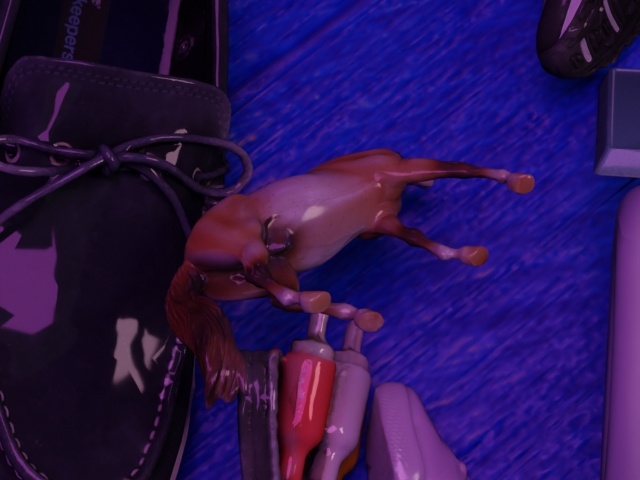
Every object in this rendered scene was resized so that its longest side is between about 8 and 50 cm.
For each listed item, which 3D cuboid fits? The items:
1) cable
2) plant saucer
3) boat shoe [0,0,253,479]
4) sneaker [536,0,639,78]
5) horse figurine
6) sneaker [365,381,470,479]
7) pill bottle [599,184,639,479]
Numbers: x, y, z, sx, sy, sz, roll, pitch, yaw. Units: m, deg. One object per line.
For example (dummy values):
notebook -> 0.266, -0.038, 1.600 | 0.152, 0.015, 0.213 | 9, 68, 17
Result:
cable -> -0.011, 0.176, 1.112 | 0.072, 0.139, 0.287 | -4, 68, 14
plant saucer -> 0.206, -0.076, 1.178 | 0.067, 0.192, 0.018 | 4, 110, 8
boat shoe -> -0.145, -0.050, 1.186 | 0.187, 0.156, 0.500 | 12, 66, -20
sneaker -> 0.175, -0.229, 1.284 | 0.108, 0.100, 0.271 | 2, 64, 23
horse figurine -> 0.000, 0.000, 1.125 | 0.263, 0.066, 0.174 | -31, 32, -33
sneaker -> 0.090, 0.182, 1.140 | 0.094, 0.080, 0.212 | -14, 74, -11
pill bottle -> 0.365, 0.088, 1.053 | 0.408, 0.229, 0.229 | 3, 69, 7
